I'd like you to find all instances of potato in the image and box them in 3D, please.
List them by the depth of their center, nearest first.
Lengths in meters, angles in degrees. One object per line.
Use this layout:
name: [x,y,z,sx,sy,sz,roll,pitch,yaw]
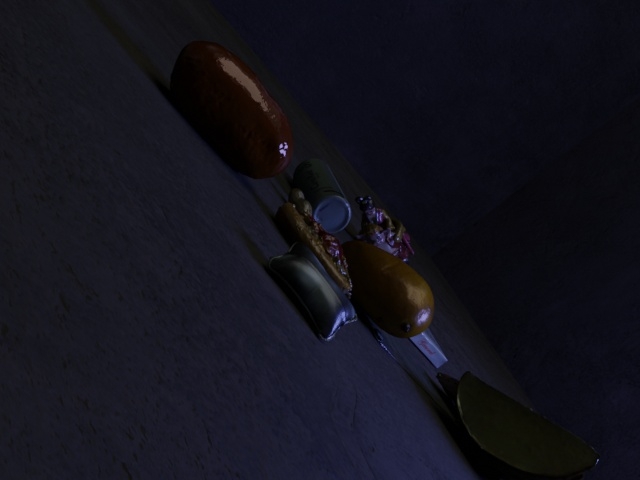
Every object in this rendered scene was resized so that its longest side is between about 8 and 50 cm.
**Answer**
potato: [0.351,0.381,1.746,0.269,0.112,0.255,33,-16,29]

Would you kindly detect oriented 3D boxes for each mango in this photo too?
mango: [0.110,0.081,1.739,0.147,0.109,0.227,-5,41,-42]

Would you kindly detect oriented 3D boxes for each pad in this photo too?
pad: [0.152,0.209,1.803,0.265,0.009,0.159,48,8,-31]

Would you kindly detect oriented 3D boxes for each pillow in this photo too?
pillow: [-0.009,0.065,1.316,0.136,0.055,0.091,51,9,5]
pillow: [0.331,0.319,1.875,0.232,0.043,0.126,21,-22,33]

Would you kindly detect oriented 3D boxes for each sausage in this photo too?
sausage: [-0.135,-0.205,1.569,0.258,0.133,0.133,49,8,-25]

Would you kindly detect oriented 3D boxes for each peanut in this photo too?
peanut: [-0.040,-0.065,1.837,0.037,0.037,0.083,43,13,-51]

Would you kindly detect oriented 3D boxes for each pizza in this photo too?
pizza: [0.008,0.016,1.647,0.188,0.062,0.199,55,7,8]

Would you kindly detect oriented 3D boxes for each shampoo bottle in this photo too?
shampoo bottle: [-0.004,-0.105,2.043,0.085,0.085,0.262,48,8,-27]

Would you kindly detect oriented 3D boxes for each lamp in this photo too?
lamp: [0.148,-0.015,2.417,0.118,0.118,0.253,56,2,31]

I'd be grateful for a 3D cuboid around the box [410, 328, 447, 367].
box: [0.191,0.163,2.155,0.139,0.035,0.245,47,9,-31]
